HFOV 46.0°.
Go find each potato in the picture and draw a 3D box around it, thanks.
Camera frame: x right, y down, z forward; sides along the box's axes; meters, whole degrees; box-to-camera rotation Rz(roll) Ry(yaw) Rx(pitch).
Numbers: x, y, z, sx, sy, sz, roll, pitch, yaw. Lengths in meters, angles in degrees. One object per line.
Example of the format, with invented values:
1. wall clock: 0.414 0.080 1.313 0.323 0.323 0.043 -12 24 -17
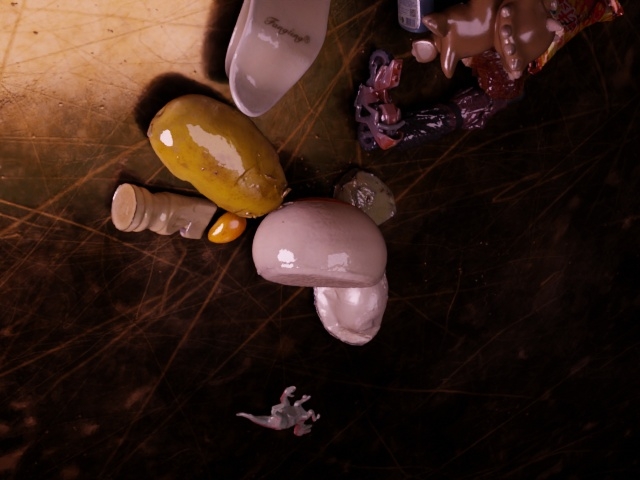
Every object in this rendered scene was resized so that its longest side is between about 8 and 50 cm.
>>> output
1. potato: -0.182 -0.158 1.425 0.173 0.140 0.300 -47 122 6

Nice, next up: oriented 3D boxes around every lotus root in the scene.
1. lotus root: 0.093 -0.085 1.662 0.143 0.070 0.144 -37 128 -5

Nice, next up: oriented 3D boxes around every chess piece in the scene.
1. chess piece: -0.297 -0.053 1.470 0.200 0.090 0.090 8 114 -44

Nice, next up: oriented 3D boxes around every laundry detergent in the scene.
1. laundry detergent: 0.181 -0.508 1.442 0.061 0.097 0.206 -14 125 -10

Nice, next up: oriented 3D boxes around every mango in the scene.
1. mango: -0.194 -0.026 1.559 0.089 0.046 0.060 -29 127 5

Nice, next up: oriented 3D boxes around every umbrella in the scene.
1. umbrella: 0.303 -0.280 1.647 0.326 0.094 0.090 -23 108 -15

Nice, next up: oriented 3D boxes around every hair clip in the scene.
1. hair clip: -0.088 -0.369 1.367 0.172 0.113 0.282 21 105 -36

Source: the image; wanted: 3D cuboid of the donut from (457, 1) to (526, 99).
1. donut: 0.358 -0.393 1.572 0.144 0.126 0.187 -4 135 12

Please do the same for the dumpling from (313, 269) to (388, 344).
1. dumpling: 0.069 0.120 1.743 0.172 0.142 0.247 6 103 3

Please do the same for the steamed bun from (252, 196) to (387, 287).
1. steamed bun: 0.000 0.000 1.551 0.282 0.283 0.177 9 80 -32

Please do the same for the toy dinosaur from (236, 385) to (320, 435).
1. toy dinosaur: -0.106 0.443 1.875 0.242 0.053 0.167 -7 128 -35

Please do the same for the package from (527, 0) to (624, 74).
1. package: 0.502 -0.508 1.593 0.288 0.108 0.223 -31 108 -17

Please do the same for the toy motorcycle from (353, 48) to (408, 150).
1. toy motorcycle: 0.130 -0.277 1.538 0.084 0.118 0.213 -11 123 -34

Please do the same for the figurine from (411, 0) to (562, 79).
1. figurine: 0.326 -0.378 1.413 0.247 0.173 0.177 -27 171 -8
